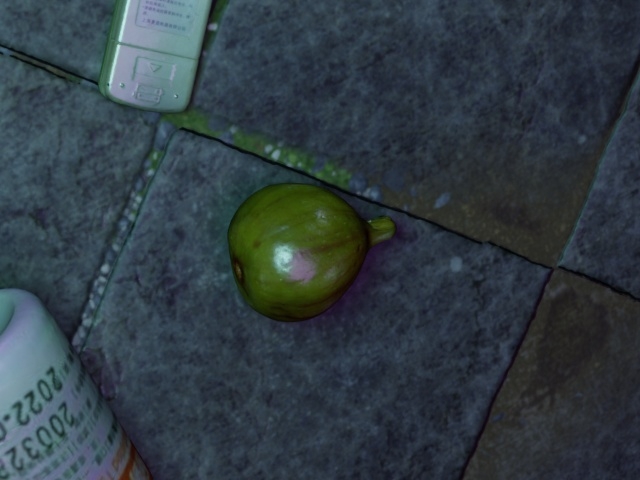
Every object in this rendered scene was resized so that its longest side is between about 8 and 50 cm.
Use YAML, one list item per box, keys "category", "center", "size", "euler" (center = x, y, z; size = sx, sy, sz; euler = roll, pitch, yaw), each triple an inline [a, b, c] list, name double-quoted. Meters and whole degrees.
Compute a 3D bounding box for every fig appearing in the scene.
- category: "fig"
  center: [-0.003, 0.014, 2.048]
  size: [0.186, 0.148, 0.142]
  euler: [-6, 63, -6]

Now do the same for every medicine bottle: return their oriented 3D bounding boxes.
- category: "medicine bottle"
  center: [-0.283, 0.258, 1.958]
  size: [0.219, 0.219, 0.388]
  euler: [-33, 112, -11]

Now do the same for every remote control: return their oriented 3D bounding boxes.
- category: "remote control"
  center: [-0.157, -0.247, 1.976]
  size: [0.098, 0.038, 0.233]
  euler: [10, 99, -24]
